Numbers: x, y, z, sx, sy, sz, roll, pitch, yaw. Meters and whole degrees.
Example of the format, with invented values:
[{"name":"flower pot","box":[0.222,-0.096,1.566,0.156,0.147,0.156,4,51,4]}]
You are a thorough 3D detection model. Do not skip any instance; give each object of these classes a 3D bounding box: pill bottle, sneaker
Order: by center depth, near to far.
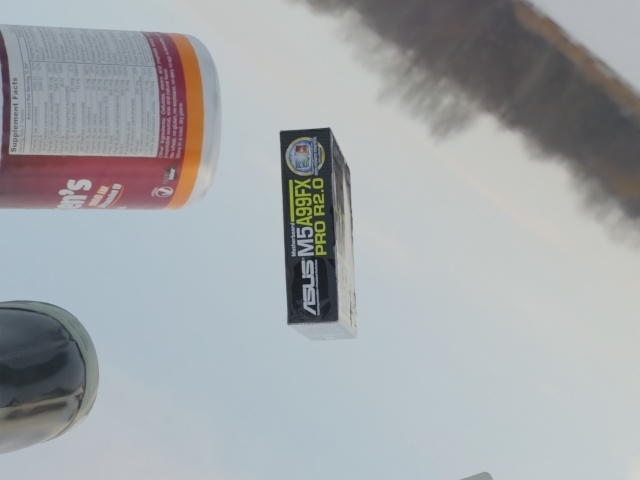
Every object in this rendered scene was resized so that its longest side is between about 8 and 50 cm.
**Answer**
[{"name":"sneaker","box":[-0.215,0.066,0.652,0.118,0.222,0.083,-3,-99,-71]},{"name":"pill bottle","box":[-0.185,-0.080,1.032,0.221,0.121,0.121,0,-151,-23]}]

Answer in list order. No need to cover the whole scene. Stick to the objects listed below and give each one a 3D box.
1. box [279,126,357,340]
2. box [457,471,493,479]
[{"name":"box","box":[0.000,0.000,1.814,0.060,0.216,0.270,-2,173,5]},{"name":"box","box":[0.166,0.389,1.639,0.311,0.121,0.148,-102,-7,-70]}]
